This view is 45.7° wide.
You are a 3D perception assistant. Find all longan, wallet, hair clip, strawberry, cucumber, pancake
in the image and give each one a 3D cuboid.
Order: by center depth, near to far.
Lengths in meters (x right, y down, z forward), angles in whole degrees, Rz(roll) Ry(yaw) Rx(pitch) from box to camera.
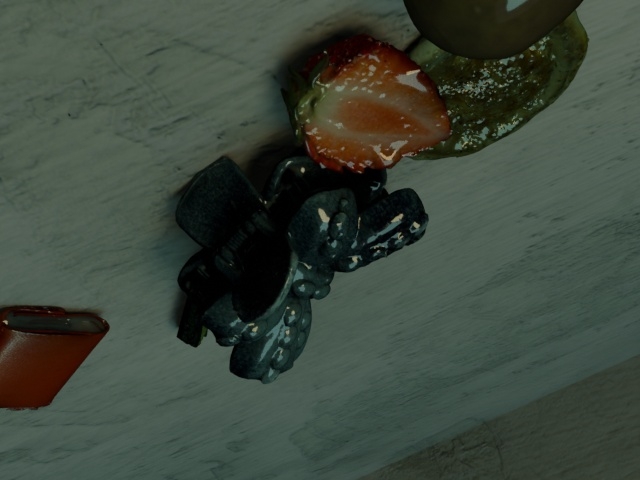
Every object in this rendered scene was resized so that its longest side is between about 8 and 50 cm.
[{"bbox_3d":[0.146,-0.236,0.599,0.189,0.189,0.189,-17,150,-10],"label":"longan"},{"bbox_3d":[0.050,-0.139,0.758,0.187,0.082,0.146,11,136,-24],"label":"strawberry"},{"bbox_3d":[0.183,-0.175,0.853,0.253,0.037,0.253,-14,151,-8],"label":"pancake"},{"bbox_3d":[-0.040,0.014,0.861,0.310,0.194,0.206,-47,147,16],"label":"hair clip"},{"bbox_3d":[-0.388,0.160,1.009,0.142,0.045,0.204,10,137,-40],"label":"wallet"},{"bbox_3d":[-0.169,0.100,1.046,0.046,0.070,0.220,16,139,-6],"label":"cucumber"}]

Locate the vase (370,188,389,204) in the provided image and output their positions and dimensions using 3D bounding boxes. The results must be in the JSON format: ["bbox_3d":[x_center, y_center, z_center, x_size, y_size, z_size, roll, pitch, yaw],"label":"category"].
[{"bbox_3d":[0.000,0.000,0.992,0.211,0.060,0.060,-31,150,14],"label":"vase"}]
